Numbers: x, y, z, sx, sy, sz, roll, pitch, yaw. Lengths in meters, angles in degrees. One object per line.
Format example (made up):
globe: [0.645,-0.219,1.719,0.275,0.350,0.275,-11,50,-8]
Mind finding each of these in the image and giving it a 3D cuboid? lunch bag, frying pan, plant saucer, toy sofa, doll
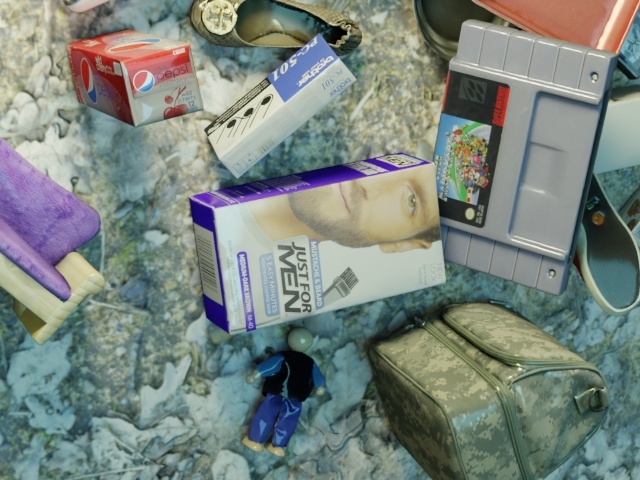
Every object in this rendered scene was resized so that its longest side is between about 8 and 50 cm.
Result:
lunch bag: [0.245,0.216,2.010,0.256,0.305,0.212,-23,113,-14]
frying pan: [0.206,-0.413,1.976,0.197,0.053,0.326,-13,105,-22]
plant saucer: [0.356,-0.407,1.987,0.258,0.048,0.259,24,89,-23]
toy sofa: [-0.429,-0.053,1.718,0.177,0.150,0.362,-49,116,-5]
doll: [-0.055,0.215,2.011,0.129,0.046,0.189,18,95,-28]

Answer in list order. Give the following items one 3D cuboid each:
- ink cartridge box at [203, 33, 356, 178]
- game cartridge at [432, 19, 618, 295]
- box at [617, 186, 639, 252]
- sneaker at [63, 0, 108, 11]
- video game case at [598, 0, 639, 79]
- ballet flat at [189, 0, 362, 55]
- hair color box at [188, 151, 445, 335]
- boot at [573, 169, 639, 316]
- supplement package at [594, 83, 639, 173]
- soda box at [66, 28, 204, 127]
ink cartridge box: [-0.056,-0.181,1.857,0.207,0.097,0.046,-39,123,6]
game cartridge: [0.272,-0.117,1.966,0.068,0.230,0.355,-34,136,-61]
box: [0.589,-0.115,2.215,0.067,0.063,0.324,43,83,-28]
sneaker: [-0.219,-0.351,1.781,0.237,0.085,0.086,-32,121,-11]
video game case: [0.471,-0.424,2.069,0.248,0.035,0.275,42,85,-13]
ballet flat: [-0.054,-0.292,1.882,0.250,0.058,0.084,7,99,-26]
hair color box: [0.000,0.000,1.951,0.339,0.110,0.185,-13,107,-23]
boot: [0.390,0.003,2.072,0.088,0.176,0.244,-21,84,-12]
supplement package: [0.444,-0.170,2.112,0.179,0.105,0.105,-13,108,-22]
soda box: [-0.232,-0.204,1.706,0.092,0.263,0.083,-18,109,-20]
